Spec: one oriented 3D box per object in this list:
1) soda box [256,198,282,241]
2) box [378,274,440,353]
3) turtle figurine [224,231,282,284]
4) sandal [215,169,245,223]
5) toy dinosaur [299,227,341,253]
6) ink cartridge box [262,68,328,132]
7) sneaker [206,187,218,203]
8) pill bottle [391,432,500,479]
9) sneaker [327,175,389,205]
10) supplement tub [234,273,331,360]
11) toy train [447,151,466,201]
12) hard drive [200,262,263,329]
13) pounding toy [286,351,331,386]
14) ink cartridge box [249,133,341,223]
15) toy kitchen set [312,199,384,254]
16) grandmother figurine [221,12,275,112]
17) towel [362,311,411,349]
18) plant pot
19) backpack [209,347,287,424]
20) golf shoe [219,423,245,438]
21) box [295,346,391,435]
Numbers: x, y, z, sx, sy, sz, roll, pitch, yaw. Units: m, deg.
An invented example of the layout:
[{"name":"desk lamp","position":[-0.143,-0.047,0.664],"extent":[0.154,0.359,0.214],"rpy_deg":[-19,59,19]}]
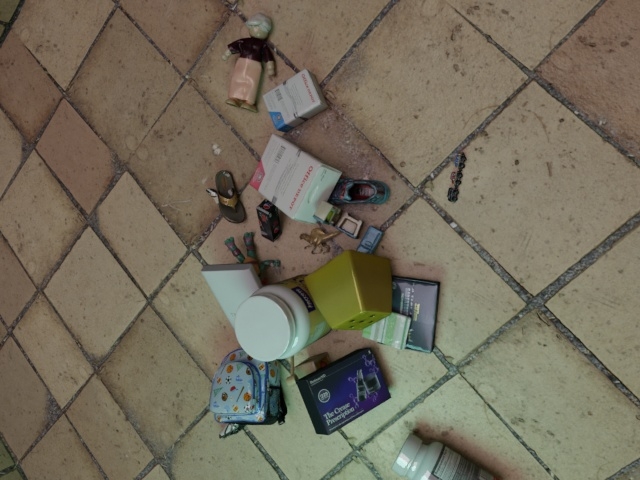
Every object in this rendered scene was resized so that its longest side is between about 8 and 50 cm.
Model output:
[{"name":"soda box","position":[-0.183,-0.069,1.676],"extent":[0.060,0.169,0.053],"rpy_deg":[28,59,20]},{"name":"box","position":[0.289,0.238,1.542],"extent":[0.183,0.059,0.233],"rpy_deg":[7,96,22]},{"name":"turtle figurine","position":[-0.255,0.087,1.725],"extent":[0.118,0.175,0.234],"rpy_deg":[-45,67,37]},{"name":"sandal","position":[-0.345,-0.169,1.776],"extent":[0.090,0.060,0.219],"rpy_deg":[-11,81,-16]},{"name":"toy dinosaur","position":[0.000,0.000,1.658],"extent":[0.183,0.053,0.092],"rpy_deg":[-7,89,23]},{"name":"ink cartridge box","position":[-0.089,-0.490,1.654],"extent":[0.190,0.082,0.139],"rpy_deg":[-24,84,21]},{"name":"sneaker","position":[-0.408,-0.168,1.830],"extent":[0.109,0.040,0.044],"rpy_deg":[33,107,19]},{"name":"pill bottle","position":[0.392,0.748,1.463],"extent":[0.318,0.176,0.176],"rpy_deg":[27,103,20]},{"name":"sneaker","position":[0.090,-0.171,1.570],"extent":[0.262,0.125,0.104],"rpy_deg":[0,92,23]},{"name":"supplement tub","position":[-0.105,0.250,1.556],"extent":[0.241,0.331,0.241],"rpy_deg":[3,97,26]},{"name":"toy train","position":[0.428,-0.200,1.480],"extent":[0.036,0.027,0.158],"rpy_deg":[16,99,33]},{"name":"hard drive","position":[-0.284,0.213,1.705],"extent":[0.203,0.040,0.307],"rpy_deg":[-3,126,23]},{"name":"pounding toy","position":[-0.032,0.452,1.611],"extent":[0.094,0.206,0.181],"rpy_deg":[-23,83,22]},{"name":"ink cartridge box","position":[-0.092,-0.210,1.602],"extent":[0.283,0.117,0.207],"rpy_deg":[39,107,39]},{"name":"toy kitchen set","position":[0.083,-0.025,1.544],"extent":[0.207,0.166,0.122],"rpy_deg":[29,95,15]},{"name":"grandmother figurine","position":[-0.261,-0.659,1.716],"extent":[0.208,0.104,0.342],"rpy_deg":[16,97,-6]},{"name":"towel","position":[0.216,0.283,1.536],"extent":[0.152,0.023,0.113],"rpy_deg":[14,96,27]},{"name":"plant pot","position":[0.106,0.171,1.485],"extent":[0.212,0.212,0.187],"rpy_deg":[-36,56,34]},{"name":"backpack","position":[-0.271,0.528,1.709],"extent":[0.276,0.213,0.263],"rpy_deg":[-8,60,20]},{"name":"golf shoe","position":[-0.330,0.695,1.831],"extent":[0.198,0.077,0.094],"rpy_deg":[-40,66,13]},{"name":"box","position":[0.077,0.488,1.537],"extent":[0.184,0.261,0.103],"rpy_deg":[65,150,9]}]
